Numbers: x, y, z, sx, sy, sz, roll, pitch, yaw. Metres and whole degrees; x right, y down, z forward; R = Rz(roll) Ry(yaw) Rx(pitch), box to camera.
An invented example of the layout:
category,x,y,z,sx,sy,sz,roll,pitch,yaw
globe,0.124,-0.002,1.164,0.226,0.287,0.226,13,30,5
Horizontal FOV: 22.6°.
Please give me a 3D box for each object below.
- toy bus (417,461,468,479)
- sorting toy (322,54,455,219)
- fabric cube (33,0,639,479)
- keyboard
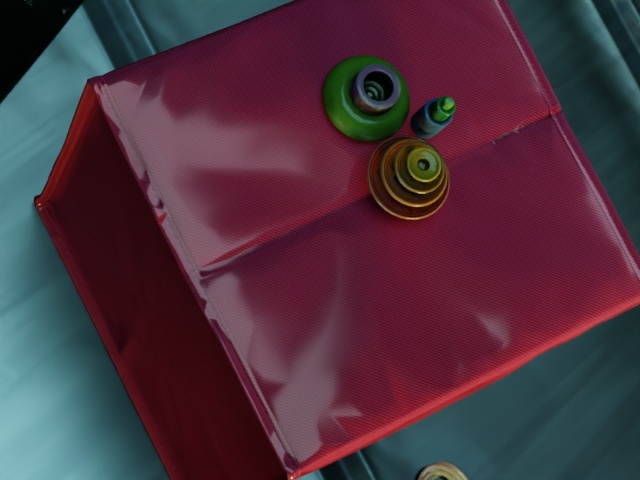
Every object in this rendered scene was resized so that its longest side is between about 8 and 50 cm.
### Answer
category,x,y,z,sx,sy,sz,roll,pitch,yaw
toy bus,0.081,0.266,1.047,0.191,0.104,0.202,-28,86,-23
sorting toy,0.046,-0.063,0.887,0.061,0.042,0.102,-23,83,-21
fabric cube,0.000,0.000,1.016,0.258,0.254,0.259,-25,84,-21
keyboard,-0.216,-0.189,1.124,0.100,0.038,0.192,47,63,-27
